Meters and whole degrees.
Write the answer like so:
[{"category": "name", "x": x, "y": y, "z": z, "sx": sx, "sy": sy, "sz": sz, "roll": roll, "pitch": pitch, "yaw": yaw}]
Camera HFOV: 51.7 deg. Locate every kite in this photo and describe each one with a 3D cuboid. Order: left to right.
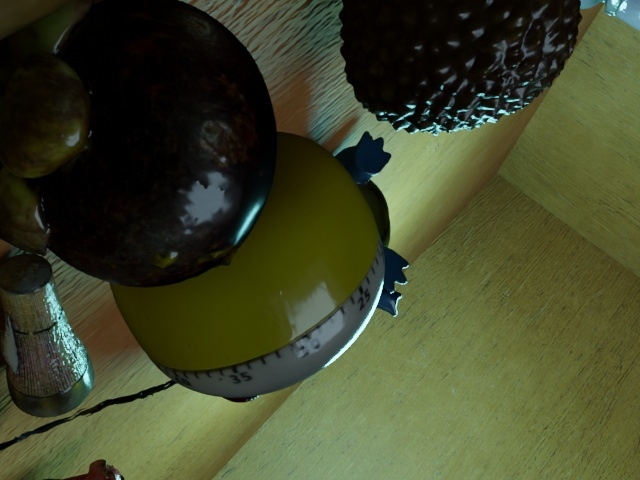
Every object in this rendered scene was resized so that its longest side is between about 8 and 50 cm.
[{"category": "kite", "x": -0.289, "y": 0.197, "z": 0.686, "sx": 0.286, "sy": 0.015, "sz": 0.152, "roll": -21, "pitch": 177, "yaw": 4}]

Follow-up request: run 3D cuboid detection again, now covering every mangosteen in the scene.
[{"category": "mangosteen", "x": -0.138, "y": -0.065, "z": 0.419, "sx": 0.217, "sy": 0.192, "sz": 0.192, "roll": 3, "pitch": 128, "yaw": -48}]

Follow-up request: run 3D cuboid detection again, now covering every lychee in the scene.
[{"category": "lychee", "x": 0.139, "y": -0.239, "z": 0.711, "sx": 0.267, "sy": 0.267, "sz": 0.267, "roll": -47, "pitch": 166, "yaw": -15}]

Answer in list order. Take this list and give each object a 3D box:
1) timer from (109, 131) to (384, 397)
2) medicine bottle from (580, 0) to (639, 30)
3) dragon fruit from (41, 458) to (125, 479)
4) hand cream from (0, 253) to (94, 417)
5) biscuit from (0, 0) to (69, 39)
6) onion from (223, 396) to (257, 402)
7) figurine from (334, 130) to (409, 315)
[{"category": "timer", "x": -0.089, "y": -0.019, "z": 0.624, "sx": 0.285, "sy": 0.285, "sz": 0.285, "roll": -47, "pitch": 166, "yaw": -15}, {"category": "medicine bottle", "x": 0.422, "y": -0.441, "z": 0.924, "sx": 0.241, "sy": 0.302, "sz": 0.241, "roll": -47, "pitch": 166, "yaw": -16}, {"category": "dragon fruit", "x": -0.366, "y": 0.453, "z": 0.974, "sx": 0.227, "sy": 0.224, "sz": 0.224, "roll": -32, "pitch": 163, "yaw": -10}, {"category": "hand cream", "x": -0.264, "y": 0.088, "z": 0.627, "sx": 0.084, "sy": 0.084, "sz": 0.203, "roll": -40, "pitch": 158, "yaw": -37}, {"category": "biscuit", "x": -0.094, "y": -0.257, "z": 0.190, "sx": 0.446, "sy": 0.104, "sz": 0.429, "roll": -41, "pitch": 165, "yaw": -24}, {"category": "onion", "x": -0.114, "y": 0.139, "z": 1.062, "sx": 0.248, "sy": 0.161, "sz": 0.248, "roll": -52, "pitch": 177, "yaw": -4}, {"category": "figurine", "x": 0.032, "y": -0.012, "z": 1.016, "sx": 0.243, "sy": 0.297, "sz": 0.416, "roll": -19, "pitch": 174, "yaw": 20}]
